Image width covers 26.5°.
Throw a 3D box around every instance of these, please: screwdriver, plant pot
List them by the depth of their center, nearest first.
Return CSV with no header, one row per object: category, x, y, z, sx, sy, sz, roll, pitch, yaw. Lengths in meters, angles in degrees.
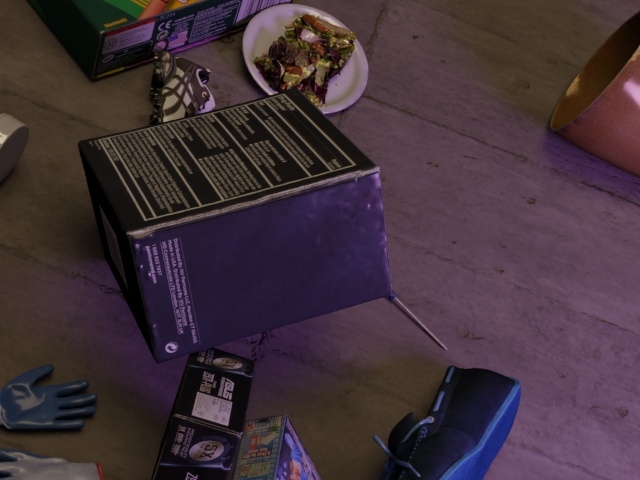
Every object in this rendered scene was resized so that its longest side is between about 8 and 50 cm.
screwdriver,0.107,0.088,1.817,0.025,0.024,0.170,-30,72,-36
plant pot,0.520,-0.185,2.055,0.254,0.237,0.237,37,49,-8

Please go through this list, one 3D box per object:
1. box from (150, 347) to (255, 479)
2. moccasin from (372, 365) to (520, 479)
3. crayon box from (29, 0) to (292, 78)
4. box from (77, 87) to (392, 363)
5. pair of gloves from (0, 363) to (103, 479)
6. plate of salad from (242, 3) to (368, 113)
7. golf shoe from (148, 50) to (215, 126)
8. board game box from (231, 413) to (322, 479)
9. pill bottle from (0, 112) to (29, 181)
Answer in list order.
box,-0.135,0.222,1.503,0.077,0.147,0.180,18,20,-5
moccasin,0.131,0.266,1.629,0.117,0.137,0.342,20,30,20
crayon box,-0.266,-0.428,2.036,0.363,0.106,0.313,-25,65,-33
box,-0.105,-0.027,1.624,0.294,0.182,0.296,-16,29,-13
pair of gloves,-0.328,0.231,1.557,0.159,0.023,0.198,-1,55,-21
plate of salad,-0.018,-0.278,2.027,0.200,0.048,0.200,10,59,-17
golf shoe,-0.192,-0.184,1.891,0.094,0.077,0.198,8,52,-13
board game box,-0.046,0.327,1.476,0.060,0.194,0.194,-13,30,24
pill bottle,-0.491,-0.163,1.742,0.221,0.124,0.124,30,50,4
